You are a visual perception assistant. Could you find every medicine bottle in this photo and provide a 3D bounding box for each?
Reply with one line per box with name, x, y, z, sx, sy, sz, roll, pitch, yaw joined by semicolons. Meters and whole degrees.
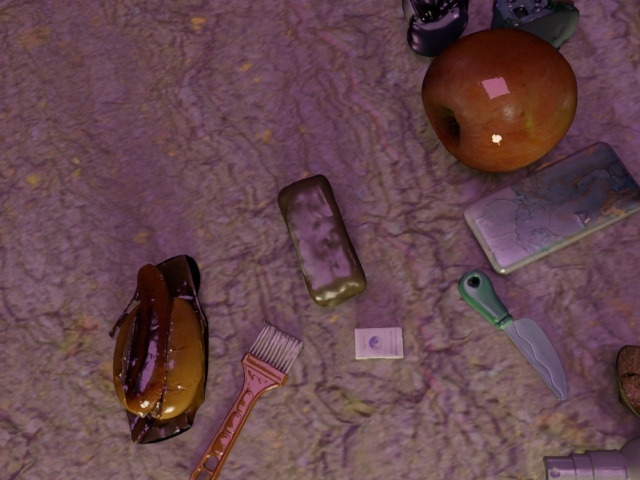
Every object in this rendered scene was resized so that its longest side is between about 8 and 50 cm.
medicine bottle;0.516;0.346;0.966;0.352;0.110;0.110;-2;74;9

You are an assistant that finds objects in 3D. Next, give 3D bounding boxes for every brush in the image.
brush;-0.140;0.296;1.137;0.090;0.017;0.314;27;81;15

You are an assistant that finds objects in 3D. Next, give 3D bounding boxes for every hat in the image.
hat;0.498;0.244;1.027;0.146;0.067;0.145;17;50;-22

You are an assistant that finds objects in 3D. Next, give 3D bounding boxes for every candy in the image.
candy;0.000;0.000;1.151;0.104;0.102;0.233;-21;75;3

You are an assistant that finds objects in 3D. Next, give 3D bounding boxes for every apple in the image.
apple;0.305;-0.244;1.108;0.254;0.253;0.253;-2;74;9

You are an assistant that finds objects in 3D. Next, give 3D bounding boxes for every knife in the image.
knife;0.334;0.152;1.096;0.063;0.034;0.260;-39;79;-10

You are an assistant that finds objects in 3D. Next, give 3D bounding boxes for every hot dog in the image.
hot dog;-0.299;0.183;1.146;0.194;0.107;0.325;-16;72;5

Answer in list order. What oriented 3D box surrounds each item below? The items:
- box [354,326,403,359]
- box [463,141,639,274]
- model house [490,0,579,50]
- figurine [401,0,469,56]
box;0.101;0.178;1.126;0.083;0.024;0.053;-3;76;7
box;0.404;-0.057;1.133;0.285;0.044;0.142;-26;68;1
model house;0.377;-0.427;1.207;0.148;0.119;0.148;-23;65;2
figurine;0.205;-0.455;1.235;0.146;0.145;0.222;-15;64;5
